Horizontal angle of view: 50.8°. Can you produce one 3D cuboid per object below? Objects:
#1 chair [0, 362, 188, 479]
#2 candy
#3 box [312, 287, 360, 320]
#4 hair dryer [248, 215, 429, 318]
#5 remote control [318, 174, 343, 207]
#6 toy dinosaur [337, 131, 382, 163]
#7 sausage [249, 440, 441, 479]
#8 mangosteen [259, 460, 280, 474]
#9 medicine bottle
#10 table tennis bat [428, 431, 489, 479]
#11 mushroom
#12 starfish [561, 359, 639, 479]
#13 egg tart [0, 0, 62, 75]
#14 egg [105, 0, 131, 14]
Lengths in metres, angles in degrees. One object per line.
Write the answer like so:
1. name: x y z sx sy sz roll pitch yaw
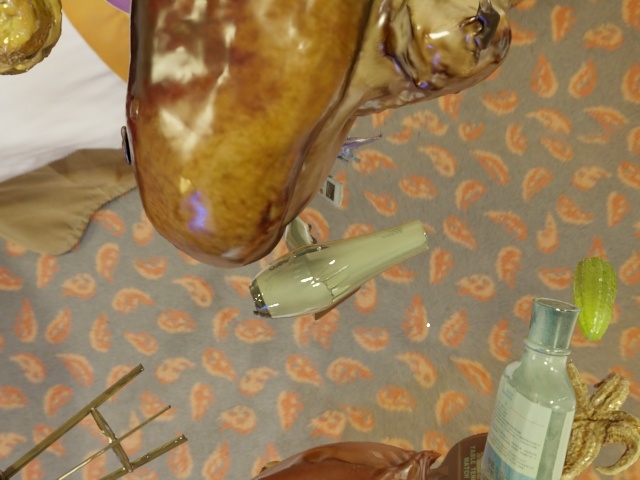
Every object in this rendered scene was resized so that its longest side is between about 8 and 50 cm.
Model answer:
1. chair: -0.254 0.231 0.702 0.221 0.095 0.104 -32 90 -16
2. candy: 0.588 0.131 1.453 0.096 0.097 0.209 14 47 11
3. box: 0.029 0.111 1.407 0.126 0.091 0.031 -35 70 -14
4. hair dryer: 0.028 0.003 0.855 0.219 0.225 0.088 -9 124 14
5. remote control: 0.000 -0.140 1.535 0.029 0.065 0.166 -18 39 -32
6. toy dinosaur: 0.049 -0.187 1.371 0.197 0.080 0.045 -12 74 36
7. sausage: -0.082 0.206 0.430 0.348 0.097 0.094 -23 69 18
8. mangosteen: -0.097 0.584 1.418 0.215 0.215 0.257 17 58 11
9. medicine bottle: 0.193 0.157 0.614 0.053 0.090 0.208 8 99 -10
10. table tennis bat: 0.202 0.337 0.890 0.170 0.107 0.119 -18 117 21
11. mushroom: -0.013 -0.129 0.532 0.259 0.345 0.345 21 87 -1
12. starfish: 0.286 0.199 0.742 0.150 0.209 0.053 -27 100 47
13. egg tart: -0.326 -0.226 0.677 0.129 0.129 0.049 -43 34 2
14. egg: -0.159 -0.365 0.717 0.196 0.196 0.271 44 120 11
